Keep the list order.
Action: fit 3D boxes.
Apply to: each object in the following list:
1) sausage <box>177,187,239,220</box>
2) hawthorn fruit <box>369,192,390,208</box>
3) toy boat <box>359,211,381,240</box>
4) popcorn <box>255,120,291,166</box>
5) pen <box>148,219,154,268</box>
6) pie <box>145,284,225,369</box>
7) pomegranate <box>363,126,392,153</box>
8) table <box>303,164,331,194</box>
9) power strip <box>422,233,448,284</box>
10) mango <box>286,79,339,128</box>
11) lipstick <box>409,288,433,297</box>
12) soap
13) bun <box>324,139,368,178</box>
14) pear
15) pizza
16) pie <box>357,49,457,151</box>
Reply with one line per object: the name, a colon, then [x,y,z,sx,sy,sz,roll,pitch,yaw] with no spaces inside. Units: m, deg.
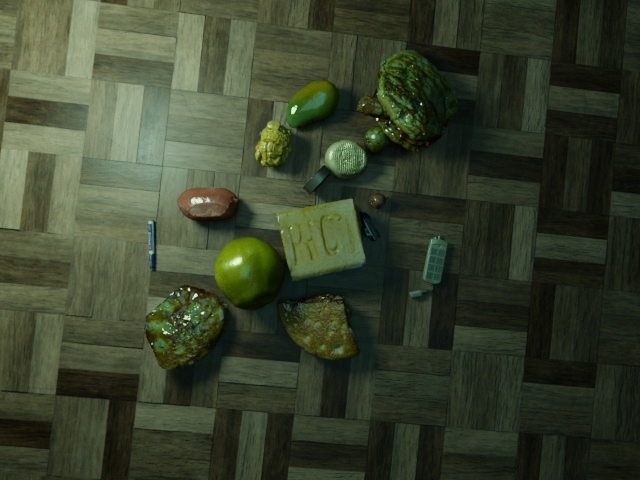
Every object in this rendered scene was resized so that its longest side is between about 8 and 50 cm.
sausage: [-0.459,-0.147,1.723,0.254,0.148,0.148,-7,89,-2]
hawthorn fruit: [0.262,-0.175,1.810,0.103,0.066,0.067,-13,90,-30]
toy boat: [0.204,-0.064,1.799,0.060,0.055,0.141,-27,91,-10]
popcorn: [-0.189,-0.404,1.734,0.140,0.163,0.194,24,59,-26]
pen: [-0.712,0.016,1.761,0.025,0.025,0.205,-1,89,-3]
pie: [-0.554,0.356,1.727,0.354,0.103,0.288,-44,91,-7]
pomegranate: [0.254,-0.432,1.790,0.142,0.114,0.115,-15,90,-30]
table: [-0.013,-0.254,1.751,0.043,0.133,0.133,44,87,-2]
power strip: [0.502,0.082,1.826,0.079,0.029,0.227,11,88,-3]
mango: [-0.039,-0.576,1.772,0.250,0.114,0.157,-28,101,9]
lipstick: [0.442,0.227,1.823,0.107,0.025,0.025,-10,90,-9]
soap: [0.000,0.000,1.741,0.334,0.156,0.294,-11,85,-4]
bun: [0.109,-0.343,1.777,0.188,0.111,0.164,-9,98,-13]
pear: [-0.281,0.123,1.668,0.293,0.294,0.295,0,89,-3]
pizza: [0.003,0.346,1.752,0.408,0.114,0.278,27,89,-3]
pie: [0.394,-0.596,1.742,0.395,0.180,0.418,37,65,-6]
